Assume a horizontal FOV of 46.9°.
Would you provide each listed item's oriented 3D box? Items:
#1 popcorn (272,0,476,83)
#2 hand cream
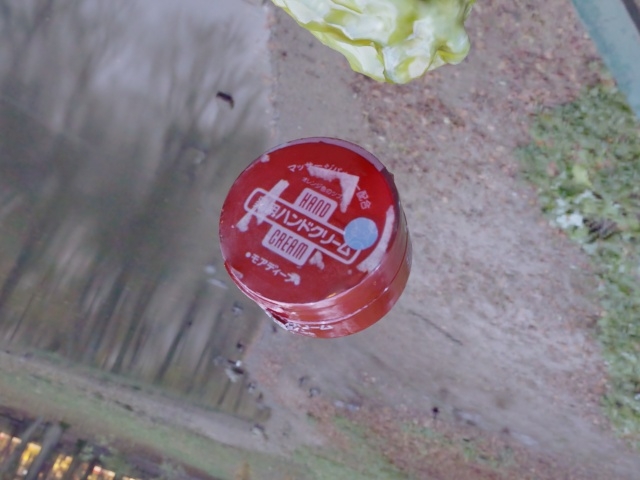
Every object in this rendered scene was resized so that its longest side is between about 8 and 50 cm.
[{"bbox_3d":[0.017,-0.268,0.650,0.286,0.174,0.225,34,180,-44],"label":"popcorn"},{"bbox_3d":[0.000,0.000,0.911,0.230,0.230,0.149,12,162,19],"label":"hand cream"}]
